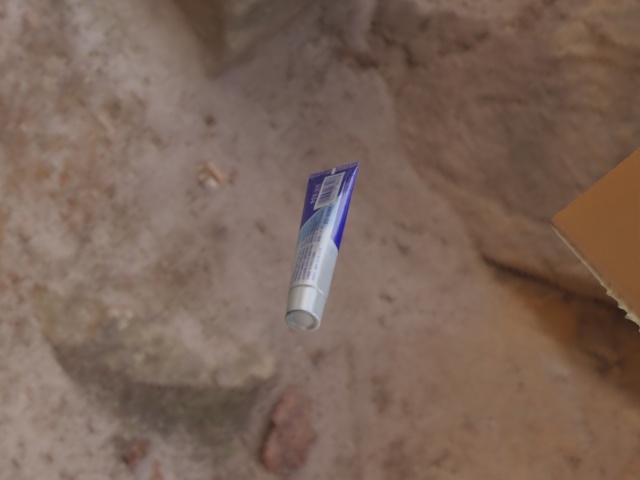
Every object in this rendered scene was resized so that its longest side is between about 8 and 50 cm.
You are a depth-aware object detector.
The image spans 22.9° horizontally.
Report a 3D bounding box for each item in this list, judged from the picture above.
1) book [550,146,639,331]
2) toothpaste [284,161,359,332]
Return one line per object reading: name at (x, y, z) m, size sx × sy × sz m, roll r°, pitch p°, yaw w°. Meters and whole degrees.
book at (0.245, -0.076, 0.418) m, size 0.028 × 0.374 × 0.262 m, roll 50°, pitch 6°, yaw -17°
toothpaste at (0.000, 0.000, 0.631) m, size 0.015 × 0.024 × 0.083 m, roll 53°, pitch 33°, yaw -38°
